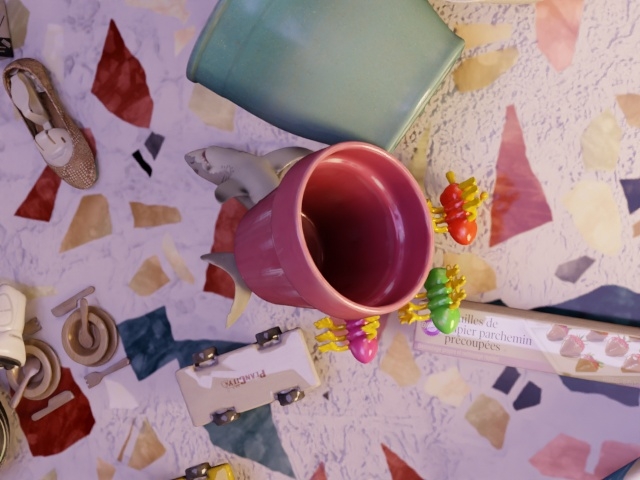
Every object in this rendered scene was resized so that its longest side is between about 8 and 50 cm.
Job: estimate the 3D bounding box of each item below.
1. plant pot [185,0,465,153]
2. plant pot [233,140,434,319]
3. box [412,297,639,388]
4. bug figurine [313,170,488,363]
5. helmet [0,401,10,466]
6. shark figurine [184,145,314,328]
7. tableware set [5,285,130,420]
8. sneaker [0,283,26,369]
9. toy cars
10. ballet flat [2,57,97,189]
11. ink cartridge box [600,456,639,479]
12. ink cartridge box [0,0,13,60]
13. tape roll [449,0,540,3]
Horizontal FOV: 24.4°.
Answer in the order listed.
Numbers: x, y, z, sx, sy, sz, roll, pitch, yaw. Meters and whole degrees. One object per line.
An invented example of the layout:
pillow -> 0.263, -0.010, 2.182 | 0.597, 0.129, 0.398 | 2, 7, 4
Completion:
plant pot -> 0.021, -0.230, 1.760 | 0.255, 0.271, 0.272 | 36, 107, 2
plant pot -> 0.000, 0.000, 1.727 | 0.180, 0.201, 0.201 | -16, 88, 50
box -> 0.274, 0.123, 1.776 | 0.324, 0.067, 0.063 | 8, 97, 21
bug figurine -> 0.091, 0.039, 1.805 | 0.279, 0.072, 0.216 | -22, 50, 26
helmet -> -0.515, 0.276, 2.073 | 0.169, 0.169, 0.161 | -23, 80, 23
shark figurine -> -0.074, -0.018, 1.879 | 0.166, 0.278, 0.116 | -10, 132, -4
tableware set -> -0.368, 0.158, 2.065 | 0.194, 0.039, 0.128 | -31, 82, 22
sneaker -> -0.534, 0.119, 2.110 | 0.292, 0.110, 0.118 | -1, 72, 27
toy cars -> -0.133, 0.264, 1.954 | 0.176, 0.087, 0.394 | 31, 102, 13
ballet flat -> -0.379, -0.158, 2.029 | 0.073, 0.067, 0.206 | -36, 81, 20
ink cartridge box -> 0.483, 0.307, 1.667 | 0.307, 0.129, 0.223 | -36, 80, 21
ink cartridge box -> -0.495, -0.292, 1.991 | 0.046, 0.207, 0.097 | -9, 91, 23
tape roll -> 0.198, -0.393, 1.697 | 0.246, 0.169, 0.246 | 4, 98, 29
